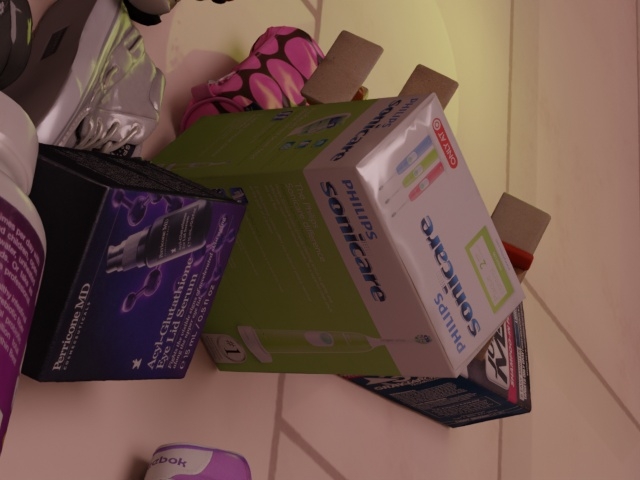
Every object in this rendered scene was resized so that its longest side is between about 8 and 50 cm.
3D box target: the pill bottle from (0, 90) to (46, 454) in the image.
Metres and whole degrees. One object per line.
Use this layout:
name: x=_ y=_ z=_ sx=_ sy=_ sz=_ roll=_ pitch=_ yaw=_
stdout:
pill bottle: x=-0.267 y=0.044 z=1.231 sx=0.169 sy=0.169 sz=0.301 roll=50 pitch=37 yaw=-43

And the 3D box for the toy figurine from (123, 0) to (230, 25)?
toy figurine: x=-0.131 y=-0.295 z=1.650 sx=0.213 sy=0.148 sz=0.209 roll=-141 pitch=-152 yaw=-82

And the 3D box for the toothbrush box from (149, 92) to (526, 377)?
toothbrush box: x=0.000 y=0.000 z=1.640 sx=0.122 sy=0.283 sz=0.206 roll=-44 pitch=118 yaw=-36

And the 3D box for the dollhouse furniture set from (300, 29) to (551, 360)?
dollhouse furniture set: x=0.064 y=-0.015 z=1.740 sx=0.135 sy=0.259 sz=0.262 roll=-57 pitch=170 yaw=-40

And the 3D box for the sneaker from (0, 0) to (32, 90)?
sneaker: x=-0.282 y=-0.240 z=1.422 sx=0.106 sy=0.101 sz=0.267 roll=-12 pitch=89 yaw=-62

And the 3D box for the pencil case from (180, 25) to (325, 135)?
pencil case: x=-0.060 y=-0.137 z=1.838 sx=0.098 sy=0.095 sz=0.209 roll=59 pitch=27 yaw=-13

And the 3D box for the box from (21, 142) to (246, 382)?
box: x=-0.169 y=0.018 z=1.445 sx=0.207 sy=0.108 sz=0.153 roll=3 pitch=108 yaw=-63

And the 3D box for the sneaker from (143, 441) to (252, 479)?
sneaker: x=-0.057 y=0.274 z=1.628 sx=0.282 sy=0.102 sz=0.161 roll=54 pitch=30 yaw=-38

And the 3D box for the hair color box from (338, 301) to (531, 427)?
hair color box: x=0.105 y=0.076 z=2.047 sx=0.347 sy=0.105 sz=0.173 roll=29 pitch=52 yaw=-56

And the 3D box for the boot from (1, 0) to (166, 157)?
boot: x=-0.185 y=-0.099 z=1.549 sx=0.123 sy=0.095 sz=0.258 roll=54 pitch=32 yaw=-26
